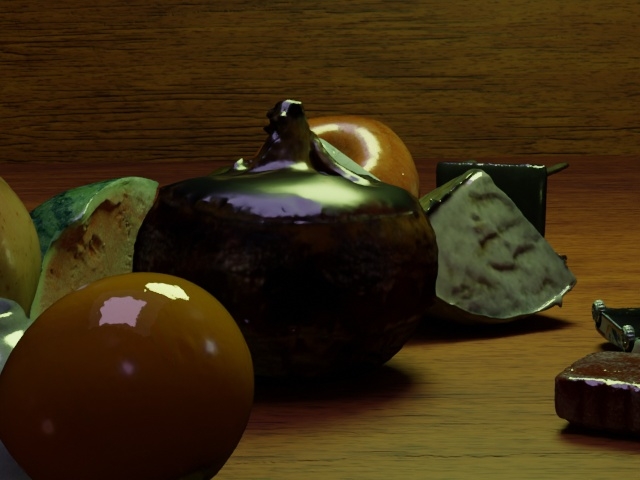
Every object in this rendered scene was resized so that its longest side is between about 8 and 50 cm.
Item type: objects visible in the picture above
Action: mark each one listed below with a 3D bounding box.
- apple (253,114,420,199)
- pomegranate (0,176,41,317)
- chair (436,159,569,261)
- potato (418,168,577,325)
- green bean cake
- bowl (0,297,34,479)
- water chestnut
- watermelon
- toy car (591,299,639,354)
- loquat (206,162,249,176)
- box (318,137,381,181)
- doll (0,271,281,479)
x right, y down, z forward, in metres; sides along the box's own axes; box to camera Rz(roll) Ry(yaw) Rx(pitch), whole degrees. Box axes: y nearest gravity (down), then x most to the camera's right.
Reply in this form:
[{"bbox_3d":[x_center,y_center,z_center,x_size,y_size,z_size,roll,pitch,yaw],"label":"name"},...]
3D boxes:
[{"bbox_3d":[0.015,-0.069,2.306,0.272,0.206,0.251,-3,40,-6],"label":"apple"},{"bbox_3d":[-0.458,0.008,1.634,0.338,0.338,0.338,-1,9,0],"label":"pomegranate"},{"bbox_3d":[0.256,-0.033,2.287,0.188,0.166,0.272,3,10,23],"label":"chair"},{"bbox_3d":[0.157,0.048,2.002,0.189,0.211,0.264,-43,9,-22],"label":"potato"},{"bbox_3d":[0.306,0.149,1.495,0.135,0.056,0.135,2,9,28],"label":"green bean cake"},{"bbox_3d":[-0.328,0.132,1.410,0.313,0.146,0.313,-2,9,0],"label":"bowl"},{"bbox_3d":[-0.045,-0.003,1.714,0.350,0.302,0.350,3,11,-1],"label":"water chestnut"},{"bbox_3d":[-0.346,0.026,2.075,0.176,0.256,0.260,49,19,15],"label":"watermelon"},{"bbox_3d":[0.373,0.106,1.753,0.095,0.056,0.205,-2,13,-6],"label":"toy car"},{"bbox_3d":[-0.123,-0.062,2.604,0.195,0.152,0.152,-20,19,-39],"label":"loquat"},{"bbox_3d":[-0.023,-0.014,2.026,0.142,0.044,0.285,36,51,1],"label":"box"},{"bbox_3d":[-0.136,0.144,1.240,0.213,0.213,0.236,-11,55,-48],"label":"doll"}]
